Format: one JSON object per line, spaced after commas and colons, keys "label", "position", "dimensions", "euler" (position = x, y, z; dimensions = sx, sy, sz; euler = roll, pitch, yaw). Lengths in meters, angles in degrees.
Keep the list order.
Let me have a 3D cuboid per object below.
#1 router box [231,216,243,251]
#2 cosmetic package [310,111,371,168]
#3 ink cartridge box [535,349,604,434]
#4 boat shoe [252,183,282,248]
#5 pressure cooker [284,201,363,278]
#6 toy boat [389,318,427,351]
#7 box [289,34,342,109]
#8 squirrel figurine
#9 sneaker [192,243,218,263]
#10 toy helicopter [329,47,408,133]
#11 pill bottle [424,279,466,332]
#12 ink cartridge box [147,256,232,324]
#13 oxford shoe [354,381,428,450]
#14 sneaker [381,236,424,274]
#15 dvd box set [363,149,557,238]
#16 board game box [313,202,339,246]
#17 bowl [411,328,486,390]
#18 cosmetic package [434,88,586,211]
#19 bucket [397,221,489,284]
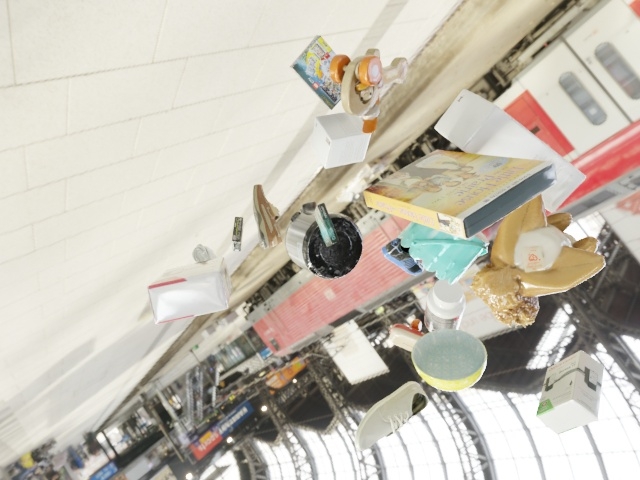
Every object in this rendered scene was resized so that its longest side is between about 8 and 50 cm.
{"label": "router box", "position": [-0.354, -0.028, 1.835], "dimensions": [0.038, 0.123, 0.092], "euler": [4, 151, -7]}
{"label": "cosmetic package", "position": [0.079, -0.408, 1.729], "dimensions": [0.183, 0.151, 0.151], "euler": [-15, 145, -21]}
{"label": "ink cartridge box", "position": [0.746, 0.450, 1.279], "dimensions": [0.208, 0.087, 0.153], "euler": [-42, 167, -43]}
{"label": "boat shoe", "position": [-0.258, -0.118, 2.083], "dimensions": [0.119, 0.324, 0.122], "euler": [-9, 165, -13]}
{"label": "pressure cooker", "position": [-0.006, 0.000, 2.413], "dimensions": [0.370, 0.375, 0.420], "euler": [-60, -153, -5]}
{"label": "toy boat", "position": [0.463, 0.455, 2.104], "dimensions": [0.151, 0.231, 0.151], "euler": [97, 17, -55]}
{"label": "box", "position": [0.016, -0.652, 1.675], "dimensions": [0.159, 0.233, 0.044], "euler": [-47, -149, 6]}
{"label": "squirrel figurine", "position": [0.674, 0.083, 1.381], "dimensions": [0.397, 0.281, 0.370], "euler": [-51, 154, 18]}
{"label": "sneaker", "position": [-0.447, 0.113, 1.768], "dimensions": [0.090, 0.235, 0.095], "euler": [-38, 146, 14]}
{"label": "toy helicopter", "position": [0.184, -0.495, 1.372], "dimensions": [0.355, 0.140, 0.235], "euler": [-38, 133, -38]}
{"label": "pill bottle", "position": [0.584, 0.311, 2.011], "dimensions": [0.176, 0.176, 0.319], "euler": [-34, 146, -15]}
{"label": "ink cartridge box", "position": [-0.424, 0.158, 1.435], "dimensions": [0.226, 0.131, 0.306], "euler": [-13, -171, -9]}
{"label": "oxford shoe", "position": [0.346, 0.836, 2.033], "dimensions": [0.449, 0.169, 0.130], "euler": [-27, -153, -28]}
{"label": "sneaker", "position": [0.338, 0.060, 1.633], "dimensions": [0.232, 0.081, 0.090], "euler": [26, 131, -35]}
{"label": "dvd box set", "position": [0.349, -0.145, 1.160], "dimensions": [0.307, 0.062, 0.420], "euler": [-29, -154, -16]}
{"label": "board game box", "position": [0.015, -0.046, 1.364], "dimensions": [0.026, 0.126, 0.186], "euler": [-21, 177, -6]}
{"label": "bowl", "position": [0.526, 0.512, 1.740], "dimensions": [0.289, 0.156, 0.289], "euler": [-12, -153, 7]}
{"label": "cosmetic package", "position": [0.630, -0.297, 1.433], "dimensions": [0.161, 0.453, 0.230], "euler": [-54, -156, 21]}
{"label": "bucket", "position": [0.429, -0.002, 1.483], "dimensions": [0.183, 0.281, 0.281], "euler": [-52, 169, 21]}
